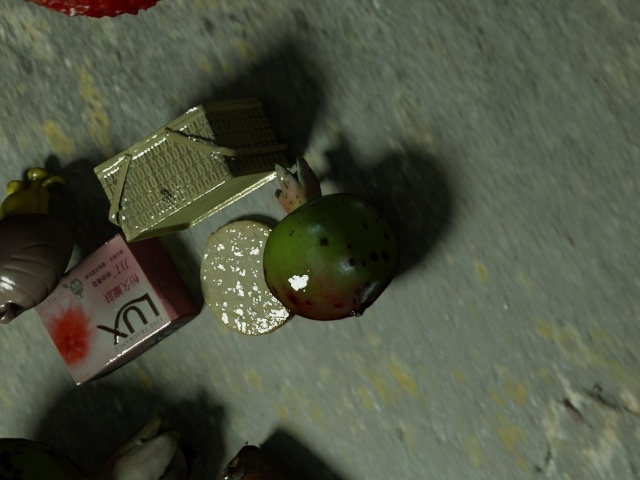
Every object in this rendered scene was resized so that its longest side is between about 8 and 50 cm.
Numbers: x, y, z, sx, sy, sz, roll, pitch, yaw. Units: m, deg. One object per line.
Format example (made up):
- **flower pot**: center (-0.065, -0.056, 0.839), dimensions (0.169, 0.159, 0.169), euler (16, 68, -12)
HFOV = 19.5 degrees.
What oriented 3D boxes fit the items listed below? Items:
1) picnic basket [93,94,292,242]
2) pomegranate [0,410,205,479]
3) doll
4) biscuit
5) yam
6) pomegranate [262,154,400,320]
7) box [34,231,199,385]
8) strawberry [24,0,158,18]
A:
- **picnic basket**: center (-0.122, -0.069, 1.786), dimensions (0.164, 0.115, 0.079), euler (-29, 82, 30)
- **pomegranate**: center (-0.263, 0.303, 1.875), dimensions (0.341, 0.285, 0.285), euler (-35, 79, -1)
- **doll**: center (-0.296, 0.006, 1.876), dimensions (0.145, 0.188, 0.096), euler (-6, 138, 43)
- **biscuit**: center (-0.070, 0.037, 1.832), dimensions (0.120, 0.015, 0.120), euler (6, 102, 30)
- **yam**: center (-0.038, 0.268, 1.819), dimensions (0.141, 0.079, 0.079), euler (37, 114, 18)
- **pomegranate**: center (-0.005, 0.006, 1.727), dimensions (0.159, 0.129, 0.129), euler (35, 114, 29)
- **box**: center (-0.210, 0.067, 1.894), dimensions (0.156, 0.060, 0.111), euler (-36, 82, 30)
- **strawberry**: center (-0.225, -0.320, 1.752), dimensions (0.239, 0.250, 0.288), euler (30, 148, -22)
